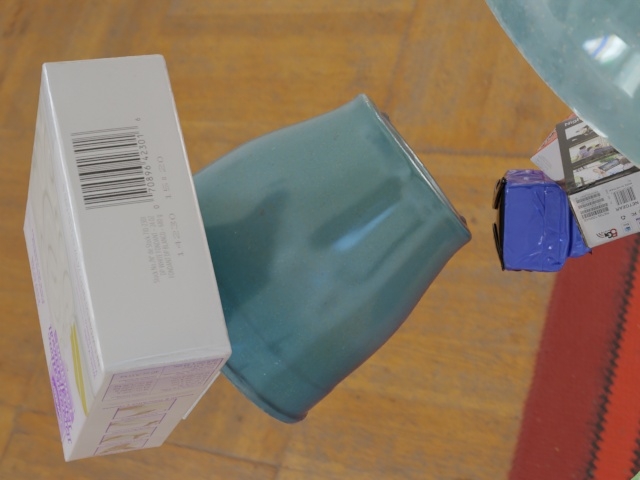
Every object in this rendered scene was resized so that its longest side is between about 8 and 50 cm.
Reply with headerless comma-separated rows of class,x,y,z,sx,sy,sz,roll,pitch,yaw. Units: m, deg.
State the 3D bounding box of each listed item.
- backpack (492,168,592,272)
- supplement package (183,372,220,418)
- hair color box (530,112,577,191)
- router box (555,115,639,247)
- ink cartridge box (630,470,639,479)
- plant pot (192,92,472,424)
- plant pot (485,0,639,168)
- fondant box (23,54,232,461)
backpack,0.220,-0.020,1.122,0.101,0.120,0.097,5,101,4
supplement package,-0.199,0.086,1.714,0.262,0.198,0.199,-52,8,13
hair color box,0.255,-0.079,0.945,0.093,0.167,0.053,41,73,0
router box,0.254,-0.069,0.759,0.179,0.046,0.133,-19,23,17
ink cartridge box,0.436,0.342,1.097,0.115,0.198,0.273,-32,44,-29
plant pot,0.000,0.000,1.117,0.255,0.272,0.271,-36,55,8
plant pot,0.204,-0.151,0.310,0.293,0.196,0.293,6,52,-8
fondant box,-0.174,0.032,0.928,0.096,0.330,0.238,-8,72,-19
